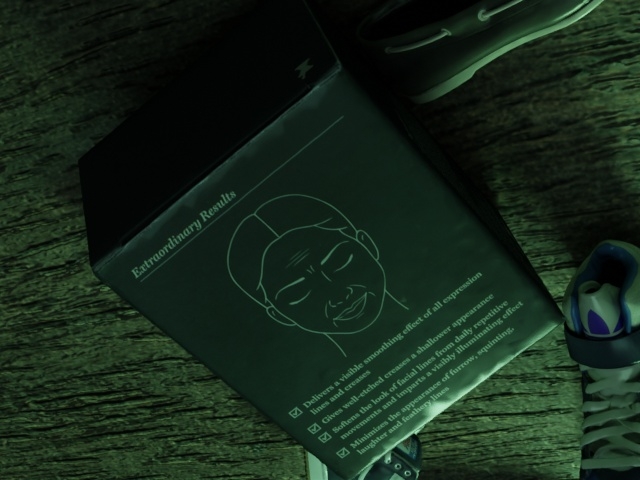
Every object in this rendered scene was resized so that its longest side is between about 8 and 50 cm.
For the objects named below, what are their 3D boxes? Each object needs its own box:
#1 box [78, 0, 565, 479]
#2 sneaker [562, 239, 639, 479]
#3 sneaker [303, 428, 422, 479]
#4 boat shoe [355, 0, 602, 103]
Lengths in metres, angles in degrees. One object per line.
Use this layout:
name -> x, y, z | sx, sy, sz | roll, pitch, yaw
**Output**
box -> 0.000, 0.000, 1.293 | 0.293, 0.212, 0.395 | -38, 124, 11
sneaker -> 0.313, 0.157, 1.393 | 0.130, 0.322, 0.236 | -6, 141, 37
sneaker -> 0.056, 0.226, 1.635 | 0.153, 0.099, 0.282 | 6, 140, 9
boat shoe -> 0.172, -0.241, 1.188 | 0.095, 0.112, 0.335 | 35, 131, -28
